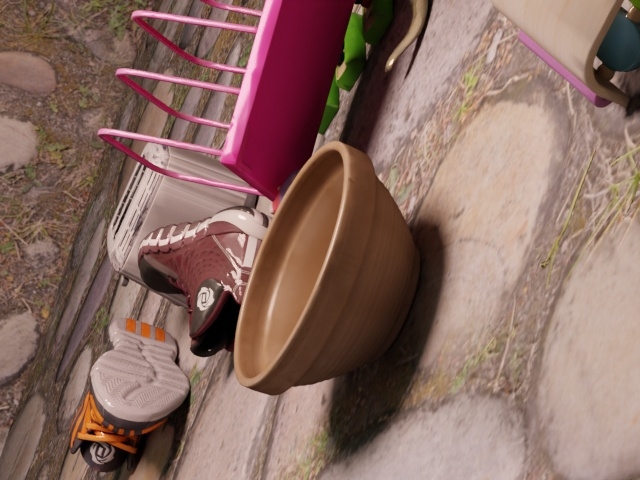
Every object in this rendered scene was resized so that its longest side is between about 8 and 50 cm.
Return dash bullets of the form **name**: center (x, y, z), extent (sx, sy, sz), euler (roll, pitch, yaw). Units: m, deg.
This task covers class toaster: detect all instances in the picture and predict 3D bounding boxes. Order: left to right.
- **toaster**: center (-0.180, -0.030, 2.301), extent (0.227, 0.146, 0.129), euler (-64, 17, 15)

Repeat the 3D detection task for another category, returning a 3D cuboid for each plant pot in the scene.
- **plant pot**: center (0.018, 0.038, 1.626), extent (0.237, 0.110, 0.237), euler (-159, 90, -75)

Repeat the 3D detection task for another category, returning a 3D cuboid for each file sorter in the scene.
- **file sorter**: center (-0.099, -0.209, 1.940), extent (0.202, 0.182, 0.290), euler (36, -112, -68)

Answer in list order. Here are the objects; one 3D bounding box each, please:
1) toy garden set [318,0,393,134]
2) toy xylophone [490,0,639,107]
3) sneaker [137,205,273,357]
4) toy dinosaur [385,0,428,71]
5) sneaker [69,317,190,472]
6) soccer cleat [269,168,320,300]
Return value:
- **toy garden set**: center (0.006, -0.232, 2.131), extent (0.244, 0.049, 0.204), euler (-58, 19, 33)
- **toy xylophone**: center (0.208, -0.268, 1.267), extent (0.236, 0.081, 0.322), euler (55, 129, 30)
- **sneaker**: center (-0.149, 0.066, 2.115), extent (0.281, 0.106, 0.162), euler (-24, 51, 56)
- **toy dinosaur**: center (0.108, -0.311, 1.894), extent (0.118, 0.064, 0.268), euler (126, 155, -50)
- **sneaker**: center (-0.250, 0.229, 2.286), extent (0.321, 0.124, 0.180), euler (-90, 20, -77)
- **soccer cleat**: center (0.000, 0.000, 1.829), extent (0.095, 0.083, 0.248), euler (-25, 28, 21)
